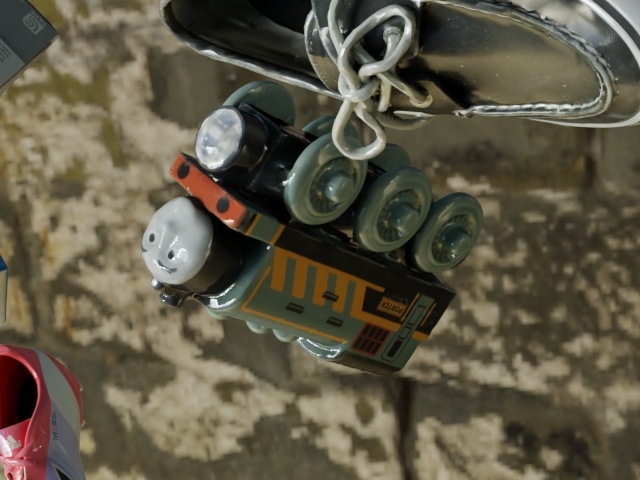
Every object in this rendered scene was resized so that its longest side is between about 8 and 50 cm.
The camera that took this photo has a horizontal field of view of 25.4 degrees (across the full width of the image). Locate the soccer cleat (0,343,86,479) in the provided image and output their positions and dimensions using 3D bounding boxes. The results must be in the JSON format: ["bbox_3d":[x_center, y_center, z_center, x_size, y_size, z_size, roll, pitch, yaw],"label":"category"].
[{"bbox_3d":[-0.220,0.194,1.124,0.083,0.095,0.248,-28,55,17],"label":"soccer cleat"}]

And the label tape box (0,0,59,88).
[{"bbox_3d":[-0.429,-0.109,1.392,0.241,0.106,0.333,-36,14,31],"label":"label tape box"}]

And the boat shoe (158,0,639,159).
[{"bbox_3d":[0.036,-0.104,0.706,0.306,0.113,0.105,26,58,37],"label":"boat shoe"}]

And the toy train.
[{"bbox_3d":[0.000,0.000,1.170,0.142,0.190,0.334,38,10,38],"label":"toy train"}]

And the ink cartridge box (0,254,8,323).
[{"bbox_3d":[-0.441,0.006,1.541,0.134,0.078,0.231,-11,40,-28],"label":"ink cartridge box"}]
